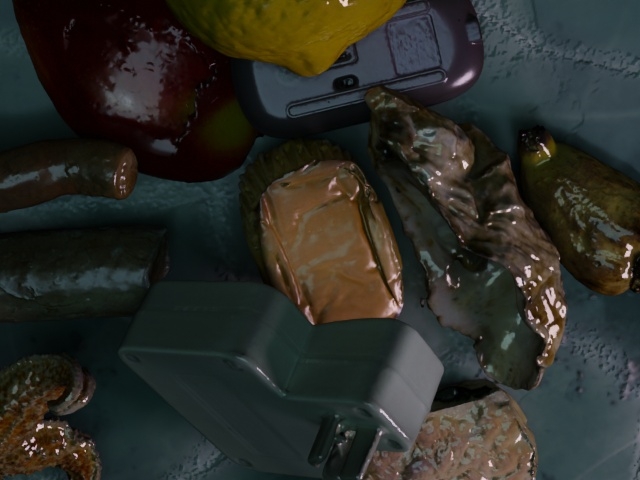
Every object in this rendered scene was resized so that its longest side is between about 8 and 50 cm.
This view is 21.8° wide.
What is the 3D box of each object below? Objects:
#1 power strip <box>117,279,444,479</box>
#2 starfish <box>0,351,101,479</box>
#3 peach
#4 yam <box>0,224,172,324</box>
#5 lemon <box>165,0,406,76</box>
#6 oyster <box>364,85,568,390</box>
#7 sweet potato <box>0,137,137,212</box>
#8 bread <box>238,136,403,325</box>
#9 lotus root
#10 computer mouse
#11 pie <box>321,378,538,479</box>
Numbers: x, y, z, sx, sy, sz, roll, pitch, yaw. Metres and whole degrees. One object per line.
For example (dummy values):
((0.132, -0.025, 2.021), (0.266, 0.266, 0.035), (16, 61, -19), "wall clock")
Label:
((-0.031, 0.149, 1.501), (0.261, 0.141, 0.229), (0, 143, 38), "power strip")
((-0.354, 0.188, 1.592), (0.303, 0.113, 0.312), (-9, 131, -2), "starfish")
((-0.174, -0.162, 1.538), (0.279, 0.068, 0.189), (33, 103, -8), "peach")
((-0.272, 0.035, 1.587), (0.259, 0.093, 0.093), (-3, 106, 3), "yam")
((-0.031, -0.293, 1.403), (0.253, 0.253, 0.310), (-5, 90, 3), "lemon")
((0.142, -0.008, 1.535), (0.110, 0.166, 0.341), (-37, 104, -23), "oyster")
((-0.362, -0.048, 1.534), (0.385, 0.109, 0.109), (-7, 106, 16), "sweet potato")
((0.000, 0.000, 1.559), (0.132, 0.114, 0.190), (-19, 114, -3), "bread")
((0.248, -0.033, 1.554), (0.190, 0.094, 0.108), (46, 79, -2), "lotus root")
((0.033, -0.168, 1.530), (0.232, 0.057, 0.120), (-15, 95, 0), "computer mouse")
((0.110, 0.238, 1.654), (0.218, 0.052, 0.185), (-13, 104, 3), "pie")
